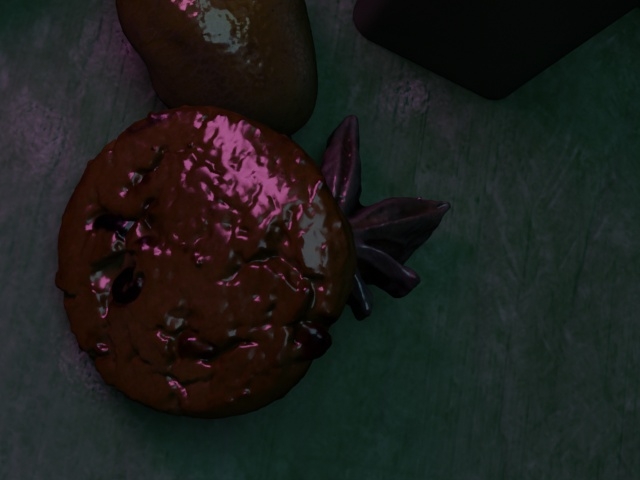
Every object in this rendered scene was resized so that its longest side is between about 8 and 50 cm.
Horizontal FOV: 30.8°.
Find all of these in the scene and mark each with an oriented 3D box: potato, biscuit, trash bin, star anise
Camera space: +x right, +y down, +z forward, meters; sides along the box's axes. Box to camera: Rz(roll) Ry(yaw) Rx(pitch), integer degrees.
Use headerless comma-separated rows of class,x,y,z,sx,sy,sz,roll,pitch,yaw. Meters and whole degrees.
potato,-0.090,-0.198,1.123,0.174,0.159,0.251,-28,93,4
biscuit,-0.113,0.016,1.031,0.295,0.075,0.296,-4,81,22
trash bin,0.179,-0.279,1.117,0.223,0.343,0.158,25,69,-9
star anise,0.004,-0.002,1.128,0.257,0.111,0.198,-36,72,-28
